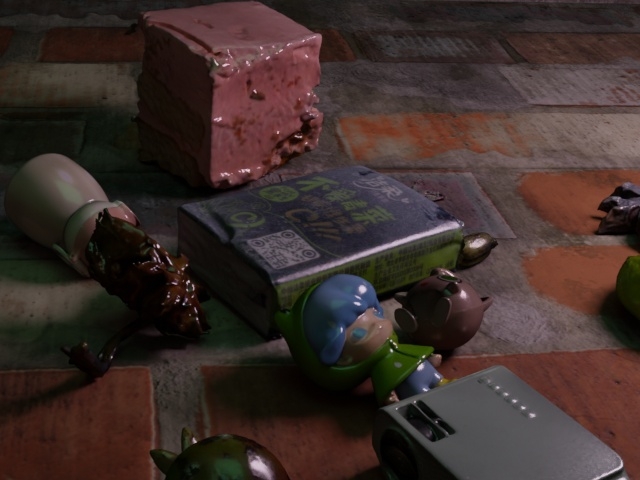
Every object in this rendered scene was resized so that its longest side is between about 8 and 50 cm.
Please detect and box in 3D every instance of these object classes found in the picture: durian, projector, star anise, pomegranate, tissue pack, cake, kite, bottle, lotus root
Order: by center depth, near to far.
[{"bbox_3d":[-0.104,0.278,1.142,0.156,0.156,0.220,-1,19,-10],"label":"pomegranate"},{"bbox_3d":[0.209,0.272,1.234,0.198,0.108,0.250,-14,34,-31],"label":"projector"},{"bbox_3d":[-0.271,0.083,1.483,0.237,0.148,0.346,47,27,-11],"label":"star anise"},{"bbox_3d":[0.542,0.090,1.635,0.139,0.101,0.250,30,14,-31],"label":"durian"},{"bbox_3d":[0.000,0.000,1.705,0.394,0.124,0.288,-17,36,-35],"label":"tissue pack"},{"bbox_3d":[-0.399,-0.034,1.706,0.236,0.147,0.147,33,39,31],"label":"bottle"},{"bbox_3d":[0.268,0.012,1.788,0.099,0.054,0.049,-19,56,-35],"label":"lotus root"},{"bbox_3d":[0.639,-0.060,1.947,0.262,0.081,0.230,-12,21,-23],"label":"star anise"},{"bbox_3d":[-0.174,-0.286,2.028,0.314,0.306,0.293,-20,38,-37],"label":"cake"},{"bbox_3d":[0.177,-0.098,2.037,0.153,0.005,0.137,13,27,18],"label":"kite"}]

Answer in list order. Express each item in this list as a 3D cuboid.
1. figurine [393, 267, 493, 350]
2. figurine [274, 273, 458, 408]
[{"bbox_3d":[0.180,0.102,1.534,0.125,0.125,0.138,21,18,29],"label":"figurine"},{"bbox_3d":[0.064,0.153,1.422,0.263,0.143,0.162,35,45,18],"label":"figurine"}]
